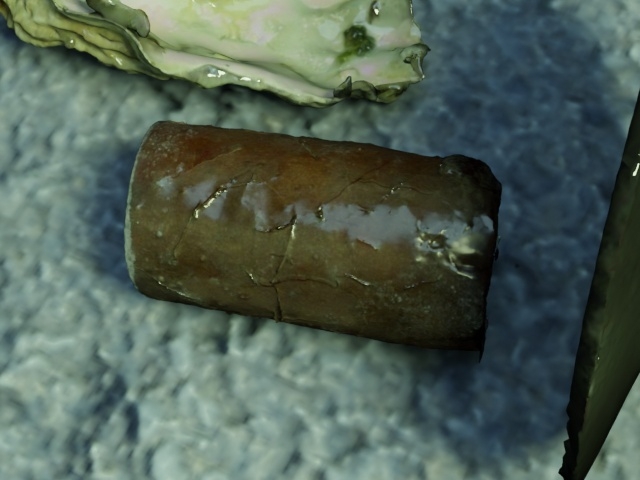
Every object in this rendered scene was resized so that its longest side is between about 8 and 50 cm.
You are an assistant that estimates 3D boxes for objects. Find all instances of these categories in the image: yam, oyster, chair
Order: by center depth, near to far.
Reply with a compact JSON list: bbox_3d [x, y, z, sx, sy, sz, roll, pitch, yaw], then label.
[{"bbox_3d":[0.294,0.024,0.531,0.400,0.226,0.227,16,61,12],"label":"chair"},{"bbox_3d":[0.000,-0.002,0.655,0.141,0.079,0.079,7,60,9],"label":"yam"},{"bbox_3d":[-0.058,-0.103,0.729,0.209,0.072,0.133,10,52,-13],"label":"oyster"}]
